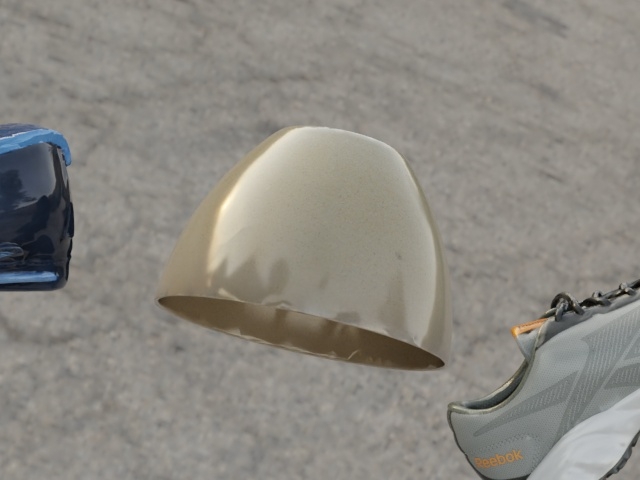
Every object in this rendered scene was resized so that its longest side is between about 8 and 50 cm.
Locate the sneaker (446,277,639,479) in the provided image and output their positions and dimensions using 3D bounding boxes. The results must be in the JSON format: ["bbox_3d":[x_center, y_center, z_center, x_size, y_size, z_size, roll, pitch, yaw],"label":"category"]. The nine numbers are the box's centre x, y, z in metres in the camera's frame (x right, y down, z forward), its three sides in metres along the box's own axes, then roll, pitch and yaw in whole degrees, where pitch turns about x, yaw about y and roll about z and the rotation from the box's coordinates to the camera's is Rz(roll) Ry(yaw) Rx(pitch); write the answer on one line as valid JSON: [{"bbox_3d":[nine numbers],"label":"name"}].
[{"bbox_3d":[0.195,0.063,0.895,0.108,0.271,0.100,46,6,4],"label":"sneaker"}]

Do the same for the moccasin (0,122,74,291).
[{"bbox_3d":[-0.275,0.029,0.732,0.342,0.116,0.138,-18,17,-29],"label":"moccasin"}]

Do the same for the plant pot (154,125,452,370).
[{"bbox_3d":[0.000,0.000,1.335,0.284,0.191,0.284,11,-11,2],"label":"plant pot"}]
